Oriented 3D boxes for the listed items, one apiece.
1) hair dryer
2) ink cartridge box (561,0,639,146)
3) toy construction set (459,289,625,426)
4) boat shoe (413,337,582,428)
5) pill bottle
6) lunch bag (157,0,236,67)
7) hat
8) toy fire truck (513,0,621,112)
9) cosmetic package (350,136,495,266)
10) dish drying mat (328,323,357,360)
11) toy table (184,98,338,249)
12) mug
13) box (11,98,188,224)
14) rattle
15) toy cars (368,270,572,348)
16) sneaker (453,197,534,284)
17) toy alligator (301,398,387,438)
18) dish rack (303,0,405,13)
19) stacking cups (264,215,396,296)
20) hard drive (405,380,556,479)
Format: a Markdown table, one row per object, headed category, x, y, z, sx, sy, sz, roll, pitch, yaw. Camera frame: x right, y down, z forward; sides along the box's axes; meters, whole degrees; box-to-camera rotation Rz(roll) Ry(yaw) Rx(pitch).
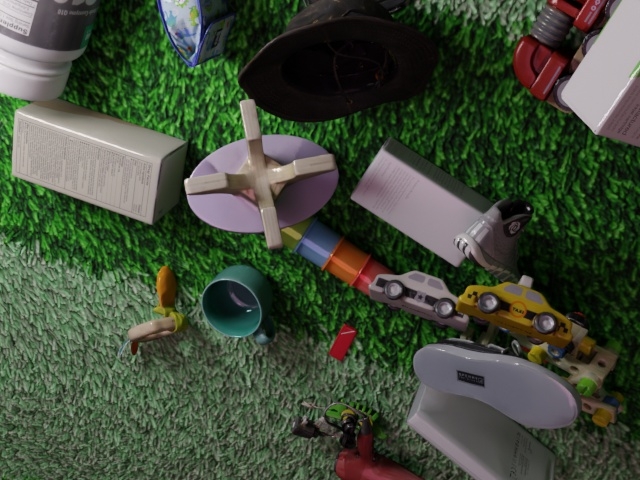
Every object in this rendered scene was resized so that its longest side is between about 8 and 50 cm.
| category | x | y | z | sx | sy | sz | roll | pitch | yaw |
| --- | --- | --- | --- | --- | --- | --- | --- | --- | --- |
| hair dryer | 0.087 | 0.440 | 1.788 | 0.293 | 0.080 | 0.223 | 34 | 150 | -14 |
| ink cartridge box | 0.524 | -0.233 | 1.281 | 0.273 | 0.115 | 0.198 | 10 | 124 | -28 |
| toy construction set | 0.396 | 0.208 | 1.596 | 0.327 | 0.151 | 0.215 | 15 | 142 | 20 |
| boat shoe | 0.310 | 0.231 | 1.499 | 0.306 | 0.105 | 0.113 | 6 | 110 | 42 |
| pill bottle | -0.491 | -0.444 | 1.555 | 0.204 | 0.204 | 0.361 | 30 | 119 | 4 |
| lunch bag | -0.211 | -0.386 | 1.530 | 0.096 | 0.129 | 0.151 | 0 | 112 | 19 |
| hat | 0.024 | -0.322 | 1.448 | 0.331 | 0.331 | 0.134 | -14 | 71 | 23 |
| toy fire truck | 0.353 | -0.342 | 1.361 | 0.246 | 0.158 | 0.217 | 36 | 121 | 14 |
| cosmetic package | 0.183 | -0.069 | 1.567 | 0.231 | 0.085 | 0.117 | 33 | 119 | -1 |
| dish drying mat | 0.045 | 0.206 | 1.779 | 0.032 | 0.008 | 0.083 | 28 | 119 | 4 |
| toy table | -0.100 | -0.108 | 1.538 | 0.274 | 0.161 | 0.252 | -22 | 89 | -6 |
| mug | -0.157 | 0.126 | 1.760 | 0.129 | 0.097 | 0.158 | -1 | 113 | 19 |
| box | -0.428 | -0.158 | 1.709 | 0.311 | 0.121 | 0.148 | 20 | 118 | 9 |
| rattle | -0.373 | 0.157 | 1.866 | 0.199 | 0.130 | 0.143 | -25 | 93 | 53 |
| toy cars | 0.252 | 0.098 | 1.499 | 0.176 | 0.087 | 0.393 | 34 | 162 | -37 |
| sneaker | 0.326 | -0.001 | 1.502 | 0.132 | 0.228 | 0.086 | -51 | 57 | 10 |
| toy alligator | 0.056 | 0.352 | 1.821 | 0.189 | 0.056 | 0.051 | 22 | 76 | 10 |
| dish rack | 0.027 | -0.471 | 1.419 | 0.208 | 0.074 | 0.271 | -10 | 124 | 24 |
| stacking cups | 0.000 | 0.000 | 1.665 | 0.316 | 0.096 | 0.096 | 30 | 119 | -2 |
| hard drive | 0.308 | 0.373 | 1.654 | 0.307 | 0.203 | 0.040 | 39 | 119 | -1 |
